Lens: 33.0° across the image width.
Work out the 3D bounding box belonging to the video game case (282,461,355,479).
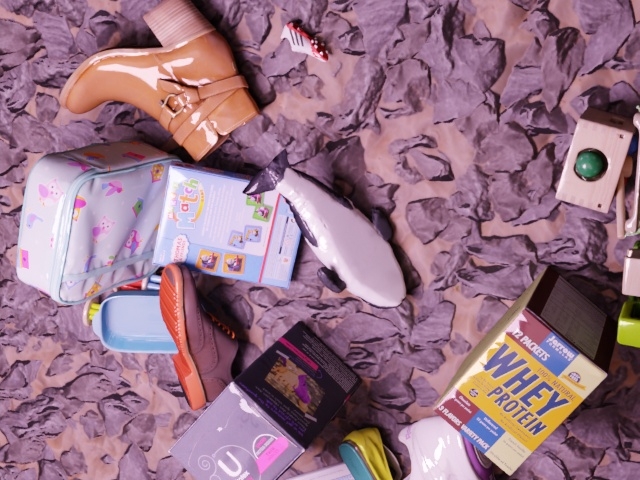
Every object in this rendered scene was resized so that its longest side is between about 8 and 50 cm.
[{"bbox_3d":[0.029,0.433,1.745,0.157,0.019,0.143,-22,96,23],"label":"video game case"}]

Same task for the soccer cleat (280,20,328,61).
[{"bbox_3d":[-0.023,-0.283,1.569,0.083,0.029,0.036,43,123,8],"label":"soccer cleat"}]

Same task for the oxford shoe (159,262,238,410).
[{"bbox_3d":[-0.186,0.139,1.679,0.098,0.097,0.271,-19,129,-16],"label":"oxford shoe"}]

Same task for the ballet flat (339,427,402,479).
[{"bbox_3d":[0.104,0.396,1.677,0.077,0.077,0.231,-18,95,52],"label":"ballet flat"}]

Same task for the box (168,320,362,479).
[{"bbox_3d":[-0.073,0.257,1.598,0.143,0.270,0.165,44,114,5],"label":"box"}]

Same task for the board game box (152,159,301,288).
[{"bbox_3d":[-0.135,-0.023,1.630,0.211,0.039,0.160,11,109,-9],"label":"board game box"}]

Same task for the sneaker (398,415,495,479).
[{"bbox_3d":[0.206,0.407,1.635,0.152,0.114,0.305,-14,90,30],"label":"sneaker"}]

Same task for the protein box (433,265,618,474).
[{"bbox_3d":[0.287,0.173,1.481,0.136,0.201,0.200,40,114,6],"label":"protein box"}]

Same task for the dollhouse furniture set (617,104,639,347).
[{"bbox_3d":[0.470,-0.028,1.362,0.151,0.197,0.302,6,107,20],"label":"dollhouse furniture set"}]

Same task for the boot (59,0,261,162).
[{"bbox_3d":[-0.242,-0.211,1.639,0.283,0.109,0.220,-33,96,17],"label":"boot"}]

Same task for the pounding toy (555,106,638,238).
[{"bbox_3d":[0.371,-0.091,1.412,0.100,0.141,0.130,18,110,15],"label":"pounding toy"}]

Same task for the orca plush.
[{"bbox_3d":[0.000,0.000,1.584,0.287,0.151,0.102,32,155,-23],"label":"orca plush"}]

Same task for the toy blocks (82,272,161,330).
[{"bbox_3d":[-0.307,0.097,1.759,0.148,0.054,0.123,10,111,10],"label":"toy blocks"}]

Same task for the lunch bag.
[{"bbox_3d":[-0.320,-0.028,1.614,0.107,0.279,0.224,22,111,25],"label":"lunch bag"}]

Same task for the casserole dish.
[{"bbox_3d":[-0.267,0.126,1.726,0.188,0.037,0.114,1,123,-6],"label":"casserole dish"}]
